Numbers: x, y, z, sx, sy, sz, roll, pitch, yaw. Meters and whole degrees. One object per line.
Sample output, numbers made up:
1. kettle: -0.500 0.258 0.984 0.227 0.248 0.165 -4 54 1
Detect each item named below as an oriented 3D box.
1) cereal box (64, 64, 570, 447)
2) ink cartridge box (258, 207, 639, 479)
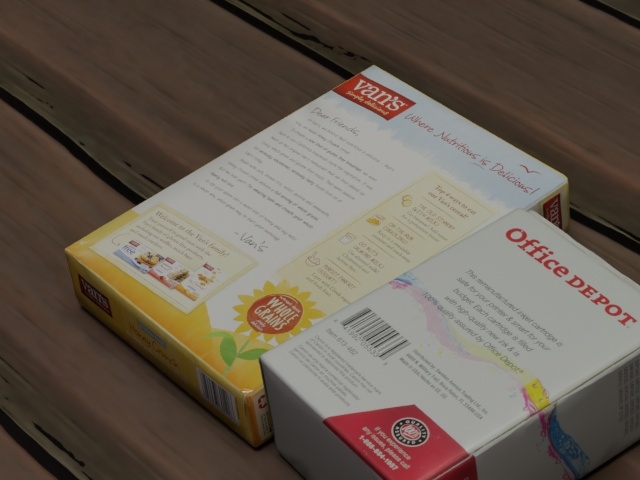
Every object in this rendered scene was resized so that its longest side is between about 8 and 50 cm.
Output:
1. cereal box: 0.000 0.000 1.124 0.240 0.047 0.173 -32 45 -25
2. ink cartridge box: 0.078 0.075 1.002 0.175 0.072 0.127 -29 43 -22
